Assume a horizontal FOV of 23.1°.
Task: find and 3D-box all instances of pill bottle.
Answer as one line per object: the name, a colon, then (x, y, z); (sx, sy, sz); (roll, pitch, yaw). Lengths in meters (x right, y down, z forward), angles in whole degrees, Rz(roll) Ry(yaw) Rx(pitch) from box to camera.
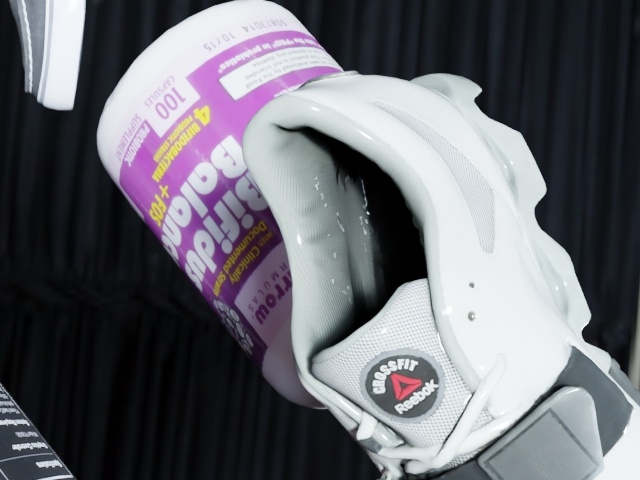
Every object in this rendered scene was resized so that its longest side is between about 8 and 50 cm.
pill bottle: (0.000, 0.000, 1.016); (0.301, 0.169, 0.169); (50, -167, 22)

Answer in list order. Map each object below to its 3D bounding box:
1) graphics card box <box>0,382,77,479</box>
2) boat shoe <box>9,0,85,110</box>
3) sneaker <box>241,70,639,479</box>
graphics card box: (-0.284, 0.068, 0.664); (0.371, 0.233, 0.094); (49, -176, 9)
boat shoe: (-0.176, -0.191, 0.918); (0.076, 0.228, 0.080); (0, -165, -8)
sneaker: (0.062, 0.076, 0.624); (0.122, 0.330, 0.146); (-41, 158, 28)
